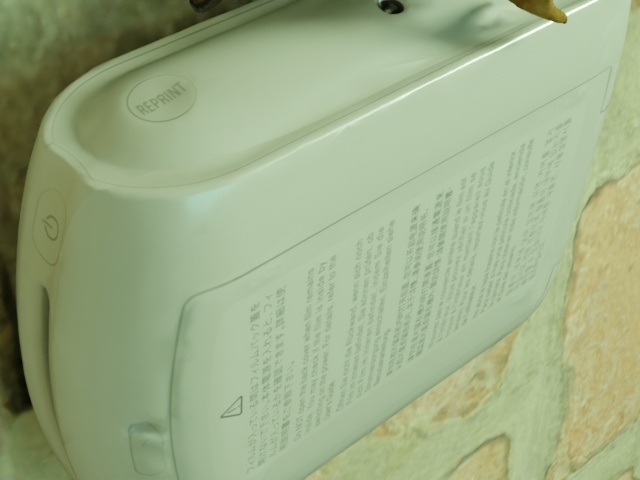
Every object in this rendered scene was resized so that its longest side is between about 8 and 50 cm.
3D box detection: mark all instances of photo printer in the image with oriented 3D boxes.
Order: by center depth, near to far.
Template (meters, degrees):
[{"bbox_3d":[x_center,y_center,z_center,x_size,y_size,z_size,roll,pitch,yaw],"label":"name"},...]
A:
[{"bbox_3d":[0.000,0.000,0.532,0.307,0.107,0.256,-30,144,-30],"label":"photo printer"}]

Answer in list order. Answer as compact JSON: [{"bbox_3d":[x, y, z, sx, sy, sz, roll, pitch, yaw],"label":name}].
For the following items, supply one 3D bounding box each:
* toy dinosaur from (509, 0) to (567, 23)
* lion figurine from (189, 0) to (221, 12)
[{"bbox_3d":[0.085,-0.145,0.419,0.112,0.064,0.211,-68,170,19],"label":"toy dinosaur"},{"bbox_3d":[0.084,-0.271,0.444,0.240,0.142,0.392,-19,144,-49],"label":"lion figurine"}]
